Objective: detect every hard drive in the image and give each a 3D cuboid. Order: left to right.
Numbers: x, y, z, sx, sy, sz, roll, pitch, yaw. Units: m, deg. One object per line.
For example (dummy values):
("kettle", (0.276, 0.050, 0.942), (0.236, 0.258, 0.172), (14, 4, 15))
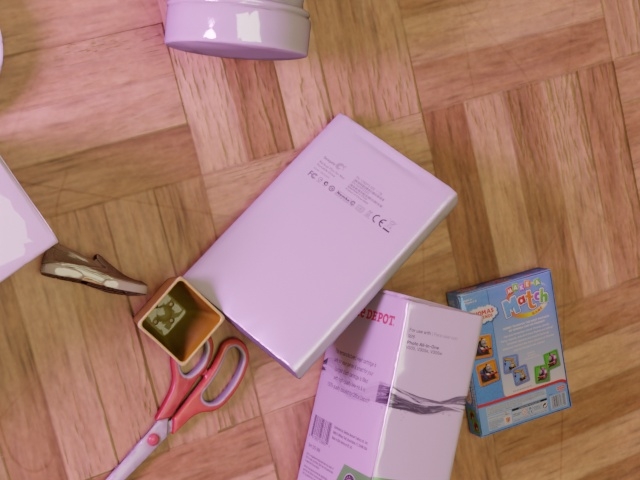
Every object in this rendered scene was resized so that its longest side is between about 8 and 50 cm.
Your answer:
("hard drive", (0.000, 0.000, 1.490), (0.203, 0.040, 0.307), (37, 76, 23))

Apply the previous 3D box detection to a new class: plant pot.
("plant pot", (-0.184, 0.096, 1.458), (0.081, 0.083, 0.081), (45, 77, -19))

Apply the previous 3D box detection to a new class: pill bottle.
("pill bottle", (-0.086, -0.427, 1.382), (0.229, 0.229, 0.408), (3, 92, -24))

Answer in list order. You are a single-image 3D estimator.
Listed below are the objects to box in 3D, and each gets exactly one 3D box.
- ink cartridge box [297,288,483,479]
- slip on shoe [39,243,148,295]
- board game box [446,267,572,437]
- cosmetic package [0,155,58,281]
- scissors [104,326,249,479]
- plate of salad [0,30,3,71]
("ink cartridge box", (0.087, 0.212, 1.516), (0.121, 0.211, 0.289), (13, 89, -23))
("slip on shoe", (-0.275, 0.037, 1.437), (0.135, 0.051, 0.041), (15, 76, -18))
("board game box", (0.275, 0.160, 1.689), (0.160, 0.039, 0.212), (-14, 100, -22))
("cosmetic package", (-0.489, 0.039, 1.262), (0.365, 0.197, 0.155), (-36, 107, -16))
("scissors", (-0.196, 0.246, 1.499), (0.109, 0.021, 0.297), (33, 79, -24))
("plate of salad", (-0.465, -0.220, 1.332), (0.199, 0.048, 0.200), (-3, 102, -15))
